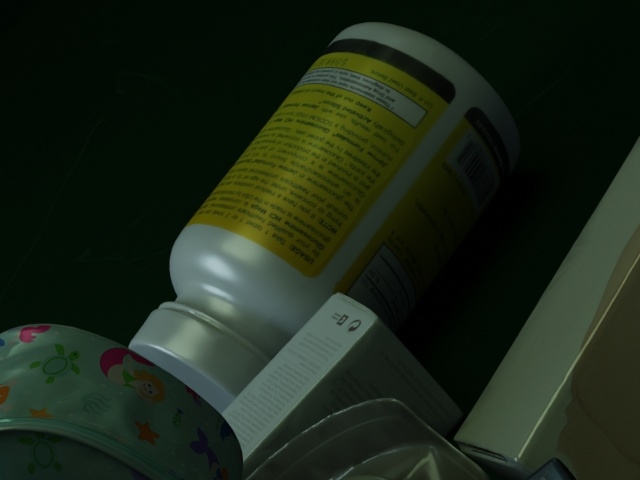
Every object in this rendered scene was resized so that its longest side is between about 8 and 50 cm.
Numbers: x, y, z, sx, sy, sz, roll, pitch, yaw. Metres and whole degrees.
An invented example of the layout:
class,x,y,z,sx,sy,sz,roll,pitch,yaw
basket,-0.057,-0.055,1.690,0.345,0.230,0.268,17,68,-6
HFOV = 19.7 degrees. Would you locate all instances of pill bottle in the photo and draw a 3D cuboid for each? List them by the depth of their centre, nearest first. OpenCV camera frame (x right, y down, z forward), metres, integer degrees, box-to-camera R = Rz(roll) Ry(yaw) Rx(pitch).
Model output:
class,x,y,z,sx,sy,sz,roll,pitch,yaw
pill bottle,0.000,0.000,1.481,0.334,0.188,0.188,-52,28,-21

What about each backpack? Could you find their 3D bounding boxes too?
class,x,y,z,sx,sy,sz,roll,pitch,yaw
backpack,-0.178,0.184,1.166,0.253,0.225,0.191,-43,22,27

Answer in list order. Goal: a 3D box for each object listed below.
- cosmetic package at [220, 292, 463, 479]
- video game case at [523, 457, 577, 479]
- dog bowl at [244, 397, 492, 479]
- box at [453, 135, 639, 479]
class,x,y,z,sx,sy,sz,roll,pitch,yaw
cosmetic package,-0.018,0.164,1.342,0.231,0.117,0.085,-45,25,-9
video game case,0.091,0.243,0.860,0.196,0.026,0.274,-40,33,6
dog bowl,-0.003,0.267,1.125,0.349,0.102,0.348,-44,22,22
box,0.229,0.031,1.087,0.311,0.148,0.121,-59,10,-7
